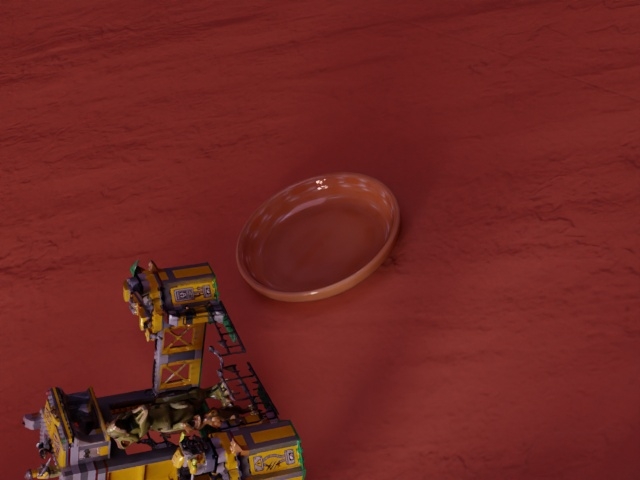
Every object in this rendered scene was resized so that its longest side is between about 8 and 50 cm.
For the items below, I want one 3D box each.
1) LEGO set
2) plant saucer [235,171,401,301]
[{"bbox_3d":[-0.162,0.184,1.029,0.192,0.255,0.331,-8,47,-23],"label":"LEGO set"},{"bbox_3d":[0.000,0.000,1.321,0.200,0.037,0.200,-13,42,12],"label":"plant saucer"}]
